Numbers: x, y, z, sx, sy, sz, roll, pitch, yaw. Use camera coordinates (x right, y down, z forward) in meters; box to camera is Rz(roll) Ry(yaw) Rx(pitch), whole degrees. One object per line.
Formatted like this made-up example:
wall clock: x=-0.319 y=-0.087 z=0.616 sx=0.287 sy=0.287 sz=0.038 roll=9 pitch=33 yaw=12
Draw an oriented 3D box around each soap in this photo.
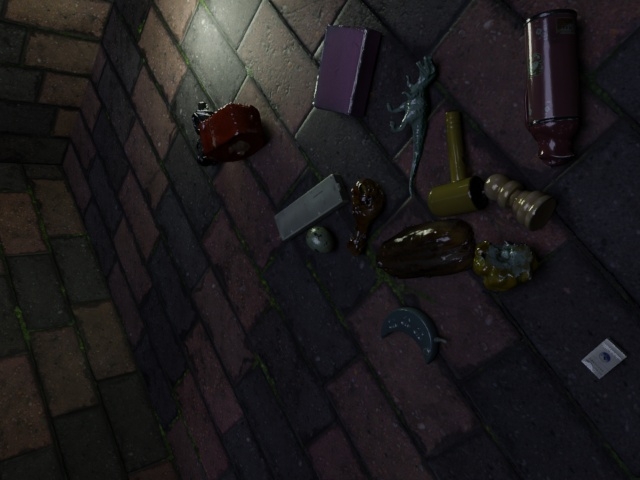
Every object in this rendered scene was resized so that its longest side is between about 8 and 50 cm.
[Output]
soap: x=0.079 y=-0.529 z=1.567 sx=0.181 sy=0.081 sz=0.260 roll=24 pitch=111 yaw=42

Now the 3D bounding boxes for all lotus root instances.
lotus root: x=0.276 y=0.030 z=1.426 sx=0.329 sy=0.078 sz=0.167 roll=-17 pitch=80 yaw=44

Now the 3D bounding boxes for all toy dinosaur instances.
toy dinosaur: x=0.239 y=-0.328 z=1.427 sx=0.129 sy=0.076 sz=0.383 roll=14 pitch=111 yaw=19

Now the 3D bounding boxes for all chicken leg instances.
chicken leg: x=0.133 y=-0.070 z=1.563 sx=0.107 sy=0.087 sz=0.252 roll=-131 pitch=46 yaw=-56

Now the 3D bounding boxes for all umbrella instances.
umbrella: x=-0.483 y=-0.452 z=2.117 sx=0.122 sy=0.110 sz=0.273 roll=-12 pitch=80 yaw=45

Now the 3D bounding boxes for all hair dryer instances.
hair dryer: x=0.354 y=-0.206 z=1.334 sx=0.134 sy=0.090 sz=0.279 roll=-12 pitch=79 yaw=47

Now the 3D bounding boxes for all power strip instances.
power strip: x=-0.043 y=-0.107 z=1.750 sx=0.367 sy=0.043 sz=0.106 roll=-31 pitch=72 yaw=41
power strip: x=0.276 y=0.272 z=1.468 sx=0.216 sy=0.044 sz=0.137 roll=23 pitch=109 yaw=41

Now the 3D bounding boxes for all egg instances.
egg: x=0.000 y=0.000 z=1.689 sx=0.110 sy=0.085 sz=0.085 roll=36 pitch=118 yaw=24

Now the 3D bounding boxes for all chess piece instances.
chess piece: x=0.476 y=-0.106 z=1.217 sx=0.170 sy=0.094 sz=0.094 roll=48 pitch=124 yaw=39

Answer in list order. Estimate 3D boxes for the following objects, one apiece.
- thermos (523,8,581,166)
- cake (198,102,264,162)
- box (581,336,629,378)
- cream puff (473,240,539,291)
thermos: x=0.515 y=-0.332 z=1.135 sx=0.136 sy=0.109 sz=0.331 roll=-2 pitch=92 yaw=44
cake: x=-0.334 y=-0.408 z=1.922 sx=0.282 sy=0.176 sz=0.151 roll=-23 pitch=77 yaw=38
box: x=0.639 y=0.264 z=1.125 sx=0.054 sy=0.024 sz=0.083 roll=52 pitch=127 yaw=31
cream puff: x=0.449 y=0.065 z=1.223 sx=0.156 sy=0.156 sz=0.121 roll=-8 pitch=72 yaw=45
